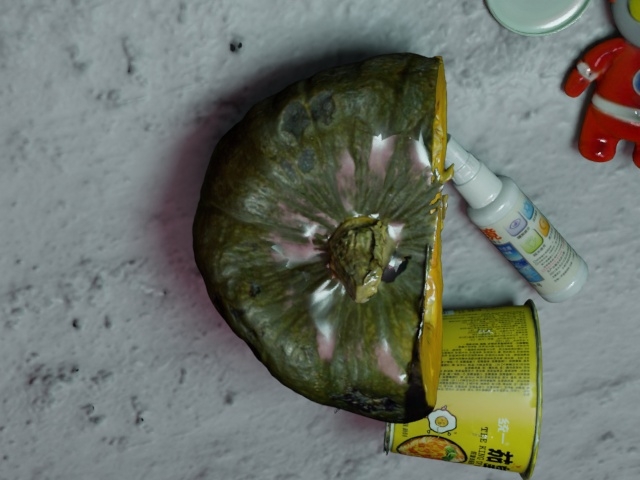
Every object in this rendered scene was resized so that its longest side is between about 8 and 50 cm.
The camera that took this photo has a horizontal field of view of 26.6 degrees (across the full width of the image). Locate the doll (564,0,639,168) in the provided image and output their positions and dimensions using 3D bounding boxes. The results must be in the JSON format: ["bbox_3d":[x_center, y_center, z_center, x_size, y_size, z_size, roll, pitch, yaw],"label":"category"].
[{"bbox_3d":[0.310,-0.180,1.249,0.142,0.076,0.245,12,122,2],"label":"doll"}]

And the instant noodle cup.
[{"bbox_3d":[0.137,0.146,1.351,0.144,0.182,0.182,2,119,1],"label":"instant noodle cup"}]

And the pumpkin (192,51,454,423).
[{"bbox_3d":[0.000,0.000,1.184,0.232,0.242,0.324,0,96,6],"label":"pumpkin"}]

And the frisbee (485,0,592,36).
[{"bbox_3d":[0.201,-0.239,1.233,0.110,0.014,0.110,-5,119,-9],"label":"frisbee"}]

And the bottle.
[{"bbox_3d":[0.182,-0.025,1.322,0.060,0.060,0.217,-38,118,12],"label":"bottle"}]

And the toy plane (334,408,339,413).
[{"bbox_3d":[0.021,0.140,1.405,0.078,0.024,0.084,-22,122,-18],"label":"toy plane"}]
